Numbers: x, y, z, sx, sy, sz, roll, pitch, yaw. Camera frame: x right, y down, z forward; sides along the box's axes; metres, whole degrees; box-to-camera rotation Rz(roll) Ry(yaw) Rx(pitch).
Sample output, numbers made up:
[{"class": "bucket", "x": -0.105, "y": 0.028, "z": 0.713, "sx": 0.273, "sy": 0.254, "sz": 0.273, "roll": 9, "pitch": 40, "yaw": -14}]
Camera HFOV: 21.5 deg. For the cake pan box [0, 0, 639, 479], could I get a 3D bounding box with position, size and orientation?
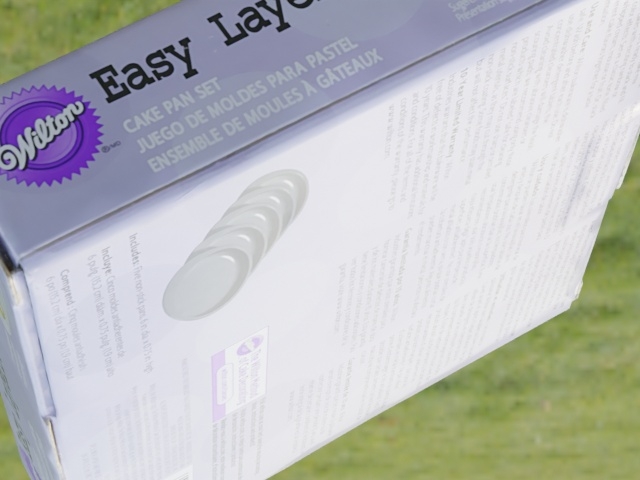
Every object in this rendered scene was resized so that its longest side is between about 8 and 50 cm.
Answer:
[{"class": "cake pan box", "x": 0.000, "y": 0.000, "z": 0.607, "sx": 0.246, "sy": 0.070, "sz": 0.267, "roll": -27, "pitch": 154, "yaw": -15}]
